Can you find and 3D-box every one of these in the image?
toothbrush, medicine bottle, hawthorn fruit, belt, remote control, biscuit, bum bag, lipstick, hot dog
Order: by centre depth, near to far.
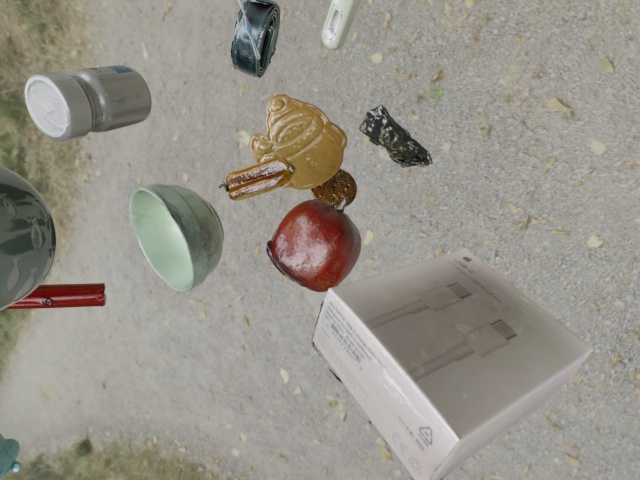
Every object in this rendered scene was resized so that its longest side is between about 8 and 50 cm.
[{"bbox_3d":[-0.378,-0.233,0.711,0.105,0.168,0.105,12,120,22],"label":"medicine bottle"},{"bbox_3d":[-0.144,-0.139,0.983,0.188,0.055,0.072,-13,84,19],"label":"hot dog"},{"bbox_3d":[0.000,0.000,1.042,0.215,0.215,0.249,36,100,33],"label":"hawthorn fruit"},{"bbox_3d":[-0.181,-0.535,1.087,0.162,0.014,0.017,72,171,-52],"label":"toothbrush"},{"bbox_3d":[0.203,-0.270,1.161,0.102,0.248,0.069,9,65,58],"label":"bum bag"},{"bbox_3d":[0.056,-0.632,1.187,0.078,0.042,0.221,47,148,11],"label":"remote control"},{"bbox_3d":[-0.760,0.157,1.200,0.073,0.280,0.073,-179,90,-66],"label":"lipstick"},{"bbox_3d":[-0.198,-0.646,1.350,0.116,0.206,0.267,22,156,-2],"label":"belt"},{"bbox_3d":[-0.085,-0.339,1.530,0.312,0.351,0.057,-44,23,10],"label":"biscuit"},{"bbox_3d":[0.053,-0.207,1.672,0.187,0.188,0.027,59,161,17],"label":"biscuit"}]

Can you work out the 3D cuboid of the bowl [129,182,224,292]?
[{"bbox_3d":[-0.386,-0.022,1.193,0.307,0.163,0.307,21,125,34],"label":"bowl"}]

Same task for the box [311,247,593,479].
[{"bbox_3d":[0.150,0.126,0.506,0.203,0.252,0.106,47,135,39],"label":"box"}]

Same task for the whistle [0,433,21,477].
[{"bbox_3d":[-0.764,0.427,0.898,0.186,0.274,0.093,-45,23,4],"label":"whistle"}]

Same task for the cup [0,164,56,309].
[{"bbox_3d":[-0.559,0.057,0.607,0.260,0.274,0.356,7,104,8],"label":"cup"}]
